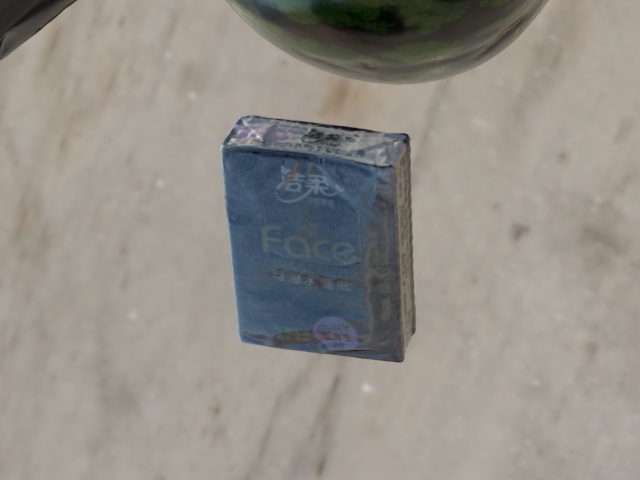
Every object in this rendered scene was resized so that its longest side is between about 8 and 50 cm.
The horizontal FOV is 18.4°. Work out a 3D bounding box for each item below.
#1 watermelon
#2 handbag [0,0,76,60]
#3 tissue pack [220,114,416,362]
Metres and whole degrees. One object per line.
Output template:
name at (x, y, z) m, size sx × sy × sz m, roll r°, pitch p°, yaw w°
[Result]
watermelon at (0.045, -0.240, 1.267) m, size 0.285 × 0.285 × 0.285 m, roll -49°, pitch 30°, yaw 42°
handbag at (-0.191, -0.151, 0.715) m, size 0.211 × 0.254 × 0.089 m, roll -51°, pitch 19°, yaw -29°
tissue pack at (0.000, 0.000, 1.229) m, size 0.051 × 0.112 × 0.156 m, roll -64°, pitch -23°, yaw -50°
